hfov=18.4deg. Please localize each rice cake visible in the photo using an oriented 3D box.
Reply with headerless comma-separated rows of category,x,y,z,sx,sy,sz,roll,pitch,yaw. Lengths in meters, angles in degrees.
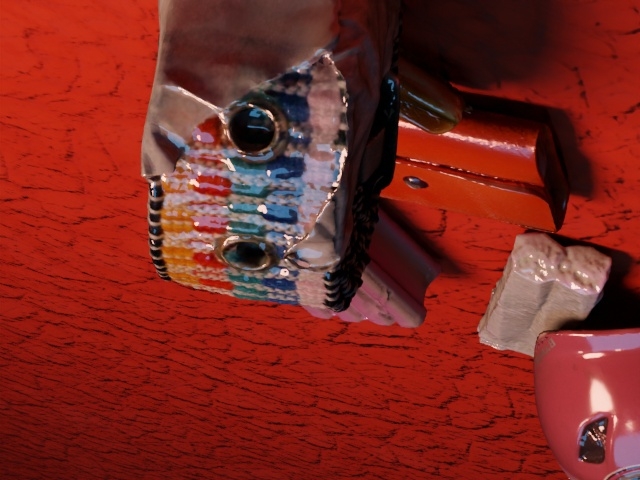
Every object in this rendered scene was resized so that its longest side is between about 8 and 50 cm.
rice cake,0.182,0.050,1.612,0.085,0.040,0.226,18,161,4

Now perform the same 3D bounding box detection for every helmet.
helmet,0.276,0.160,1.629,0.198,0.154,0.253,-5,167,18

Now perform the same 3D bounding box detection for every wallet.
wallet,0.069,-0.062,1.401,0.204,0.045,0.142,12,160,19

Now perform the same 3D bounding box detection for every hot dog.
hot dog,0.042,-0.113,1.305,0.133,0.041,0.056,28,151,-11

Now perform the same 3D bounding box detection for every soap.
soap,0.000,0.000,1.603,0.122,0.065,0.203,5,157,34

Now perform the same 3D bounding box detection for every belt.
belt,-0.028,-0.075,1.183,0.150,0.207,0.257,9,140,7
